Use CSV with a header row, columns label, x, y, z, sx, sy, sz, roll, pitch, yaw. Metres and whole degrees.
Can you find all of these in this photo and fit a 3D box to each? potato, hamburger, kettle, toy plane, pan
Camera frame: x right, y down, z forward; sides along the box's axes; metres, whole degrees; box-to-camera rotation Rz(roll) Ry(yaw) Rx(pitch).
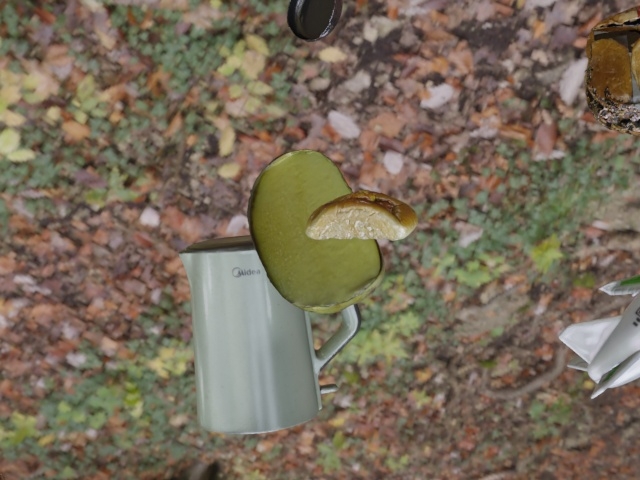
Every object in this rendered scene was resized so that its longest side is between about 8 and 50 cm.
label,x,y,z,sx,sy,sz,roll,pitch,yaw
potato,0.000,0.000,1.314,0.160,0.271,0.111,-33,146,8
hamburger,0.514,-0.263,1.419,0.231,0.231,0.107,9,154,26
kettle,-0.092,0.175,1.904,0.361,0.376,0.250,-6,-175,-7
toy plane,0.324,0.043,0.799,0.101,0.255,0.251,47,-172,-2
pan,-0.029,-0.436,1.590,0.115,0.212,0.040,-37,158,33

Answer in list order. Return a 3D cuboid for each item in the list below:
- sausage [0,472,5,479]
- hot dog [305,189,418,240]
label,x,y,z,sx,sy,sz,roll,pitch,yaw
sausage,-0.445,0.343,1.136,0.047,0.177,0.040,1,114,8
hot dog,0.028,-0.021,0.695,0.090,0.030,0.034,1,122,27
